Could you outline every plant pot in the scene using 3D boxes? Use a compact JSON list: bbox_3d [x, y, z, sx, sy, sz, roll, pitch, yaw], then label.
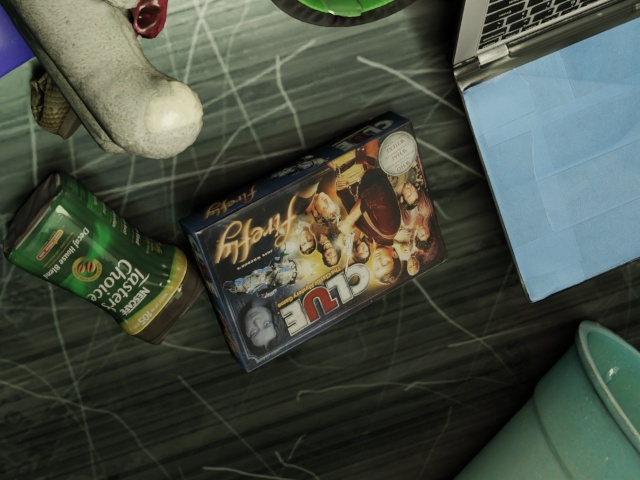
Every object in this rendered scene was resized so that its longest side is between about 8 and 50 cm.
[{"bbox_3d":[0.276,0.324,1.342,0.341,0.341,0.334,36,109,-27],"label":"plant pot"}]

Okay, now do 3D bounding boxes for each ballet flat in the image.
[{"bbox_3d":[-0.183,-0.201,1.099,0.058,0.084,0.250,35,107,-2],"label":"ballet flat"}]

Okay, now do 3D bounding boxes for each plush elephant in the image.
[{"bbox_3d":[-0.127,-0.247,0.906,0.255,0.272,0.330,-36,96,-8],"label":"plush elephant"}]

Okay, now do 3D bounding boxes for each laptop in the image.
[{"bbox_3d":[0.334,-0.156,1.105,0.382,0.408,0.236,-23,77,-4],"label":"laptop"}]

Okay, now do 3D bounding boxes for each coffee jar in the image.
[{"bbox_3d":[-0.202,0.021,1.192,0.184,0.079,0.096,35,102,-27],"label":"coffee jar"}]

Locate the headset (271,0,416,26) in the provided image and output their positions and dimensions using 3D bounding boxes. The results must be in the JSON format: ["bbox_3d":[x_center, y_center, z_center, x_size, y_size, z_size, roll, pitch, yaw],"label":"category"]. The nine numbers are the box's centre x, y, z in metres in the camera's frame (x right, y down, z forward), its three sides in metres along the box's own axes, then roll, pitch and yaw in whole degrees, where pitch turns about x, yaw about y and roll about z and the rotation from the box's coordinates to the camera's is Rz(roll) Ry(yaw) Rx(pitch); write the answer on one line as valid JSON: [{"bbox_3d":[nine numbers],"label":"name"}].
[{"bbox_3d":[0.074,-0.337,1.007,0.243,0.185,0.394,-7,133,-32],"label":"headset"}]

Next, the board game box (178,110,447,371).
[{"bbox_3d":[0.000,0.000,1.221,0.243,0.042,0.165,-29,121,-18],"label":"board game box"}]

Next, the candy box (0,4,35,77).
[{"bbox_3d":[-0.408,-0.198,0.972,0.317,0.122,0.268,-35,119,-14],"label":"candy box"}]

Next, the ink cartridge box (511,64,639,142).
[{"bbox_3d":[0.277,-0.119,1.261,0.181,0.061,0.104,-24,118,-2],"label":"ink cartridge box"}]
